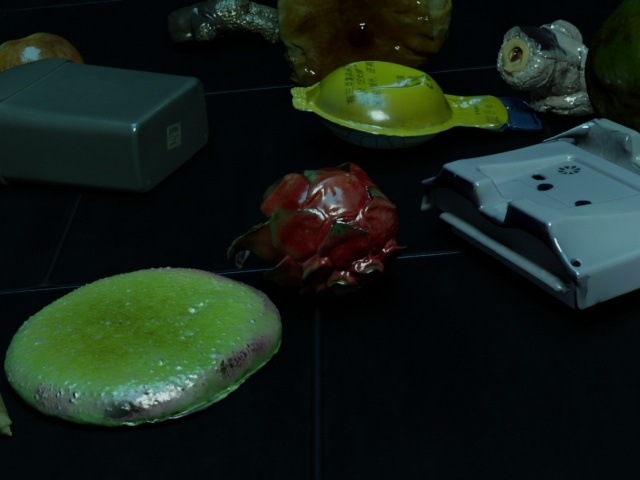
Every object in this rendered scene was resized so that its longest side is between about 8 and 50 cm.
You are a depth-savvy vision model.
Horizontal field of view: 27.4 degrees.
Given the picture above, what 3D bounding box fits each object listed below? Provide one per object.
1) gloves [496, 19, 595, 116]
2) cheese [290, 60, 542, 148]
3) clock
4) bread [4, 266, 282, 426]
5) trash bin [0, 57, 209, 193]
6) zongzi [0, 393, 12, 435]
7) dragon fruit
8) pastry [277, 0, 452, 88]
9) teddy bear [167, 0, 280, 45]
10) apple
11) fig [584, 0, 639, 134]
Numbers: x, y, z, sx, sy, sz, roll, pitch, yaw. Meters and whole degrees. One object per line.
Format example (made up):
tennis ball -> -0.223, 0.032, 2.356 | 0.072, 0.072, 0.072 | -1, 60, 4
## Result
gloves -> 0.258, -0.185, 1.434 | 0.144, 0.094, 0.110 | 21, 23, -21
cheese -> 0.103, -0.145, 1.420 | 0.270, 0.069, 0.177 | 2, 26, -7
clock -> 0.225, -0.028, 1.132 | 0.186, 0.083, 0.253 | -18, 28, -22
bread -> -0.143, 0.076, 1.057 | 0.229, 0.033, 0.228 | -4, 24, 2
trash bin -> -0.261, -0.127, 1.435 | 0.236, 0.101, 0.176 | 7, 27, 22
zongzi -> -0.390, 0.071, 1.074 | 0.154, 0.317, 0.289 | -29, -6, -38
dragon fruit -> 0.004, -0.006, 1.114 | 0.142, 0.130, 0.121 | 13, 65, 33
pastry -> 0.040, -0.267, 1.538 | 0.218, 0.229, 0.100 | 30, 27, -13
teddy bear -> -0.133, -0.308, 1.802 | 0.161, 0.077, 0.119 | -5, 29, 1
apple -> -0.342, -0.195, 1.583 | 0.126, 0.102, 0.126 | -8, 20, 3
fig -> 0.378, -0.188, 1.309 | 0.195, 0.195, 0.245 | 11, 39, 32
